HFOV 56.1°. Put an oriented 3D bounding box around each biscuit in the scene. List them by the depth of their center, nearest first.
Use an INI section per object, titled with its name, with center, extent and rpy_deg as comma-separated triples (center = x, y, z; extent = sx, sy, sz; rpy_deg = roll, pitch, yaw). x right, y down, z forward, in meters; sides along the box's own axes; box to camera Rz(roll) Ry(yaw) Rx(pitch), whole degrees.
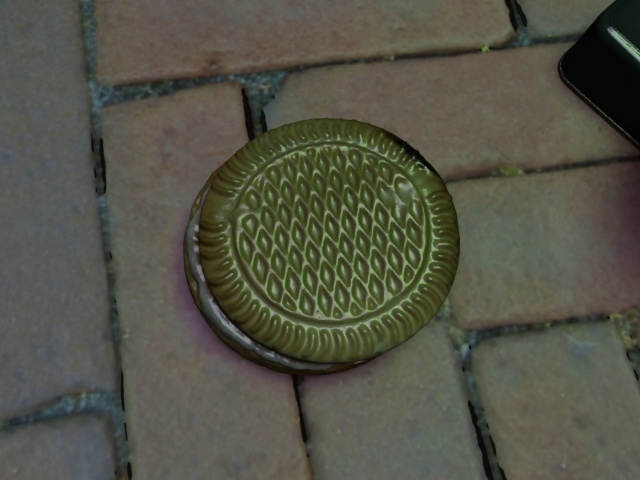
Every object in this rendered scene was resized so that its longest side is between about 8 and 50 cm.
[biscuit]
center = 0.000, 0.000, 0.565
extent = 0.260, 0.079, 0.259
rpy_deg = 1, 70, -4

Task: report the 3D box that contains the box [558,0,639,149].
[box]
center = 0.385, -0.186, 0.655
extent = 0.144, 0.090, 0.201
rpy_deg = -39, 79, -15
